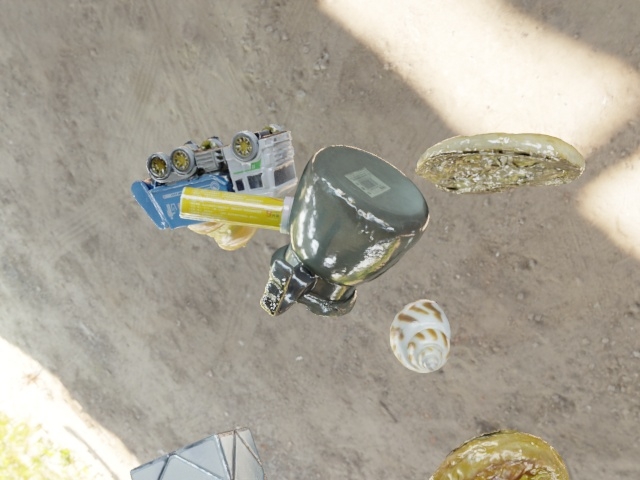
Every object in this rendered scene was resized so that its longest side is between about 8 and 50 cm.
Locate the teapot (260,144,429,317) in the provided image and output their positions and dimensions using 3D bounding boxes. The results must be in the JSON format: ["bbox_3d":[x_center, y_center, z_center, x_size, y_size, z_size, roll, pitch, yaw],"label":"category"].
[{"bbox_3d":[0.026,0.027,0.988,0.223,0.305,0.285,24,124,-11],"label":"teapot"}]

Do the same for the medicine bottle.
[{"bbox_3d":[-0.155,-0.060,1.125,0.218,0.074,0.074,7,129,-3],"label":"medicine bottle"}]

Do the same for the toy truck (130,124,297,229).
[{"bbox_3d":[-0.228,-0.136,1.261,0.367,0.146,0.175,-9,104,27],"label":"toy truck"}]

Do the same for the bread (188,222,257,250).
[{"bbox_3d":[-0.286,-0.095,1.641,0.270,0.211,0.315,23,175,-28],"label":"bread"}]

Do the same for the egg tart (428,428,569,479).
[{"bbox_3d":[0.446,0.687,1.571,0.443,0.443,0.178,67,173,-18],"label":"egg tart"}]

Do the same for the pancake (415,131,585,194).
[{"bbox_3d":[0.416,-0.175,1.380,0.387,0.387,0.082,-4,76,39],"label":"pancake"}]

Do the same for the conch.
[{"bbox_3d":[0.283,0.282,1.664,0.275,0.148,0.183,45,129,54],"label":"conch"}]

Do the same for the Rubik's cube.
[{"bbox_3d":[-0.235,0.522,1.210,0.207,0.205,0.205,-23,73,8],"label":"Rubik's cube"}]
